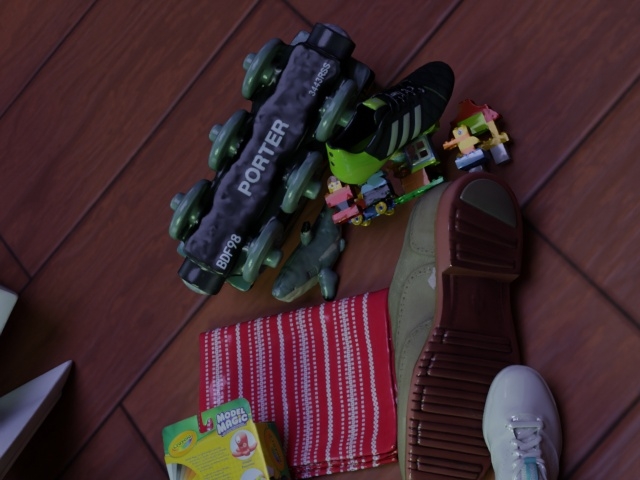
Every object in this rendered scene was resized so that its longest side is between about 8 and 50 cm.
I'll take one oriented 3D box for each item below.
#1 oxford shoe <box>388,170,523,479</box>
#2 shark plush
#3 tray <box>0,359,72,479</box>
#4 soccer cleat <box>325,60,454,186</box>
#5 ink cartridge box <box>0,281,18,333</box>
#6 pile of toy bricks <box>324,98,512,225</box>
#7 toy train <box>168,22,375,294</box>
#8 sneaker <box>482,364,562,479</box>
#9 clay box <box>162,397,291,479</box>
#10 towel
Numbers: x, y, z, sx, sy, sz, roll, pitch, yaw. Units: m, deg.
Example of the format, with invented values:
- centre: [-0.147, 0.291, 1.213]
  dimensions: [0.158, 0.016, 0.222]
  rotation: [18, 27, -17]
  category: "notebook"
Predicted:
- centre: [0.130, 0.107, 1.572]
  dimensions: [0.130, 0.123, 0.348]
  rotation: [-11, 65, 60]
  category: "oxford shoe"
- centre: [0.000, 0.000, 1.707]
  dimensions: [0.073, 0.067, 0.161]
  rotation: [35, 94, 38]
  category: "shark plush"
- centre: [-0.392, 0.246, 1.816]
  dimensions: [0.145, 0.030, 0.270]
  rotation: [-27, 16, 23]
  category: "tray"
- centre: [0.076, -0.132, 1.575]
  dimensions: [0.060, 0.072, 0.179]
  rotation: [32, 70, 34]
  category: "soccer cleat"
- centre: [-0.563, 0.190, 1.908]
  dimensions: [0.279, 0.160, 0.385]
  rotation: [19, 83, 62]
  category: "ink cartridge box"
- centre: [0.091, -0.099, 1.643]
  dimensions: [0.212, 0.118, 0.105]
  rotation: [-25, 78, 20]
  category: "pile of toy bricks"
- centre: [-0.051, -0.088, 1.706]
  dimensions: [0.142, 0.190, 0.334]
  rotation: [29, 95, 9]
  category: "toy train"
- centre: [0.201, 0.222, 1.457]
  dimensions: [0.080, 0.094, 0.212]
  rotation: [1, 76, 1]
  category: "sneaker"
- centre: [-0.090, 0.293, 1.639]
  dimensions: [0.127, 0.053, 0.222]
  rotation: [-23, 73, 26]
  category: "clay box"
- centre: [-0.027, 0.169, 1.686]
  dimensions: [0.274, 0.031, 0.199]
  rotation: [-15, 64, 30]
  category: "towel"
